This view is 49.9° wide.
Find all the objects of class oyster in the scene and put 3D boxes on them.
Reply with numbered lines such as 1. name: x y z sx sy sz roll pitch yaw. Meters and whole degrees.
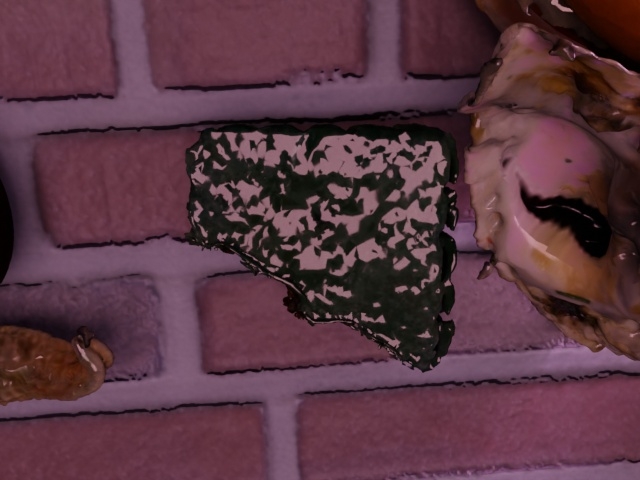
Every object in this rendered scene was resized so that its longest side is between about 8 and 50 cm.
1. oyster: 0.195 -0.025 0.490 0.201 0.355 0.107 28 68 23

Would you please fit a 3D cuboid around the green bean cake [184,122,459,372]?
1. green bean cake: 0.000 0.000 0.550 0.208 0.107 0.194 1 106 -2

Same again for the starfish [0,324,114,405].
1. starfish: -0.394 0.200 0.557 0.431 0.082 0.324 7 93 1

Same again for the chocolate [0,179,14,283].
1. chocolate: -0.323 -0.013 0.513 0.176 0.177 0.177 -1 105 -3

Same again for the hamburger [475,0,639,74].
1. hamburger: 0.245 -0.252 0.424 0.329 0.250 0.330 -1 102 -5
